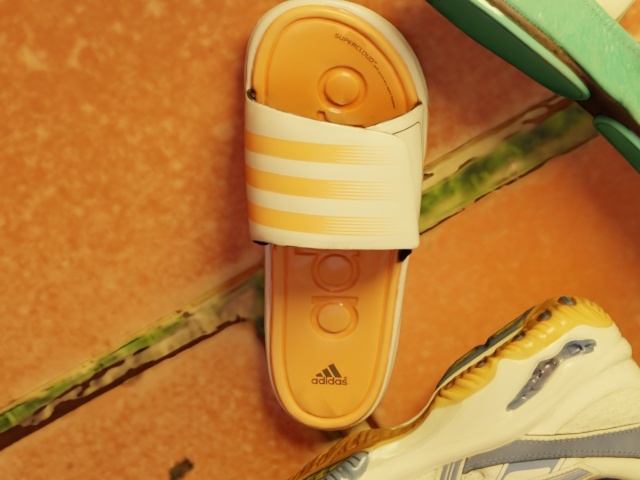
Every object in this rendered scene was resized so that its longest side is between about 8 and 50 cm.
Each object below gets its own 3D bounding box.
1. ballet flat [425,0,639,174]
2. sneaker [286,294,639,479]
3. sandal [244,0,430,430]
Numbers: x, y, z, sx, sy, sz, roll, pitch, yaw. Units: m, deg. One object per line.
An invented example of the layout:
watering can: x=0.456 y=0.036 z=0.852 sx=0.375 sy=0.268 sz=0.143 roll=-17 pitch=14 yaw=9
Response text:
ballet flat: x=0.159 y=-0.096 z=0.954 sx=0.247 sy=0.083 sz=0.087 roll=39 pitch=85 yaw=-14
sneaker: x=0.063 y=0.160 z=1.024 sx=0.296 sy=0.112 sz=0.131 roll=-35 pitch=93 yaw=14
sandal: x=0.011 y=0.001 z=0.992 sx=0.102 sy=0.076 sz=0.265 roll=-1 pitch=114 yaw=2
